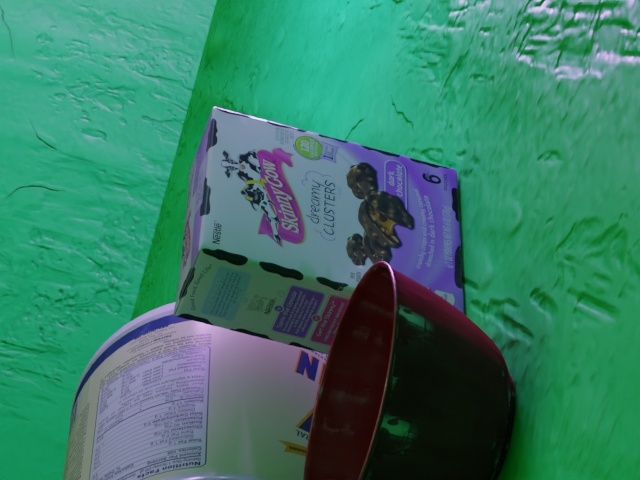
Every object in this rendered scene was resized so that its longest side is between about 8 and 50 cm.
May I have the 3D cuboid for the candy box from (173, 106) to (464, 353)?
[{"bbox_3d":[0.000,0.000,1.408,0.165,0.196,0.070,-89,17,-48],"label":"candy box"}]

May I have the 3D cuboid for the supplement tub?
[{"bbox_3d":[-0.072,0.215,1.382,0.325,0.235,0.235,-94,22,-58],"label":"supplement tub"}]

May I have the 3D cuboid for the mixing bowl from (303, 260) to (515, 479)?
[{"bbox_3d":[0.061,0.113,1.215,0.181,0.098,0.181,-165,90,-80],"label":"mixing bowl"}]
